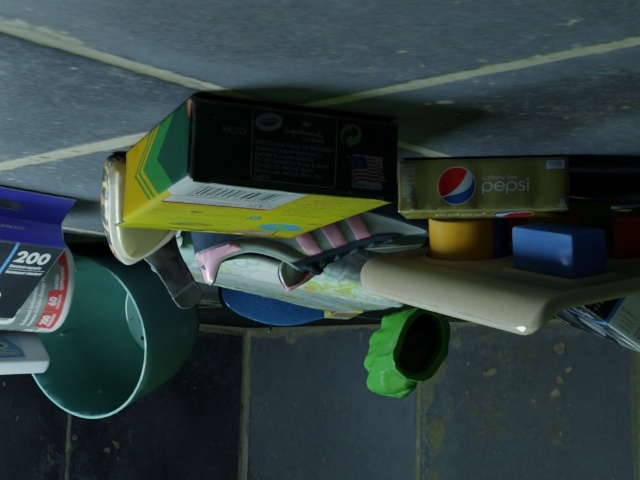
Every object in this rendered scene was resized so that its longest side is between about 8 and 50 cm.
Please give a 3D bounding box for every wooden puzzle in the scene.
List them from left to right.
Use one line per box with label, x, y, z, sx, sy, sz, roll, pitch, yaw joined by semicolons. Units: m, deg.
wooden puzzle;0.263;0.004;1.290;0.347;0.081;0.322;-14;-166;-29

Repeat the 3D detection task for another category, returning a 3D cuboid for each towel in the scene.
towel;-0.071;0.030;1.675;0.320;0.090;0.374;13;173;-14

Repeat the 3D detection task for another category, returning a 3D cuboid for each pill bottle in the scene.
pill bottle;-0.551;0.060;1.842;0.283;0.161;0.161;7;170;-38

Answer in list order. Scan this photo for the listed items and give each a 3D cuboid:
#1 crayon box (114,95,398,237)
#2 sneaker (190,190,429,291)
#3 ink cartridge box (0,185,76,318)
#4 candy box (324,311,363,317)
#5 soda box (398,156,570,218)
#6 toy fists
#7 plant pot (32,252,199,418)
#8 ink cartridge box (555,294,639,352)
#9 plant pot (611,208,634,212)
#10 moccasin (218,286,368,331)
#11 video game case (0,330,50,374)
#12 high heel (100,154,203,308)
crayon box;-0.079;-0.061;1.165;0.202;0.081;0.318;5;171;-22
sneaker;0.000;0.000;1.414;0.318;0.131;0.112;2;172;-4
ink cartridge box;-0.444;0.017;1.507;0.206;0.045;0.208;9;129;-47
candy box;0.043;0.083;2.103;0.053;0.109;0.187;2;173;-5
soda box;0.176;-0.056;1.246;0.181;0.058;0.061;0;173;12
toy fists;0.150;0.094;1.621;0.096;0.279;0.142;31;161;-13
plant pot;-0.363;0.154;2.126;0.293;0.293;0.235;-3;-174;30
ink cartridge box;0.334;0.065;1.584;0.165;0.065;0.332;34;179;-12
plant pot;0.418;0.015;1.579;0.134;0.095;0.134;1;173;0
moccasin;-0.039;0.112;2.239;0.341;0.138;0.117;5;176;-21
video game case;-0.642;0.107;1.888;0.329;0.036;0.300;3;-142;-42
high heel;-0.230;-0.050;1.383;0.093;0.186;0.261;-30;141;-8
